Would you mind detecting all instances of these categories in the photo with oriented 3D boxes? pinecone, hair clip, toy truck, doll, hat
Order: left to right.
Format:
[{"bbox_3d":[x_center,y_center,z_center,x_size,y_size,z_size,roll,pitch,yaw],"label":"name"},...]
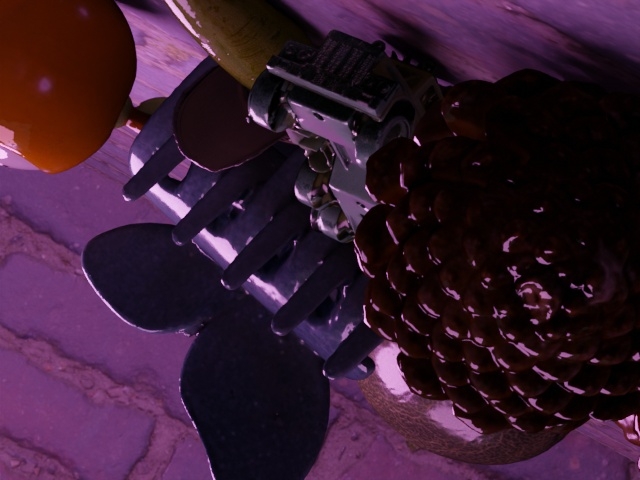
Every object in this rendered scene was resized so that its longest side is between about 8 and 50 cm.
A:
[{"bbox_3d":[-0.239,-0.151,1.860,0.236,0.213,0.213,22,175,-8],"label":"doll"},{"bbox_3d":[-0.045,-0.100,1.671,0.147,0.175,0.085,30,141,31],"label":"hat"},{"bbox_3d":[-0.034,0.001,1.825,0.318,0.392,0.238,43,166,10],"label":"hair clip"},{"bbox_3d":[0.048,-0.080,1.530,0.128,0.135,0.259,24,166,28],"label":"toy truck"},{"bbox_3d":[0.142,0.005,1.330,0.246,0.246,0.292,27,-171,4],"label":"pinecone"}]

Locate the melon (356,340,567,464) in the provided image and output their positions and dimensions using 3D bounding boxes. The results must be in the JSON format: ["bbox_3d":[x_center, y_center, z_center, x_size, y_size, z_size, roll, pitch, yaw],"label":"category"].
[{"bbox_3d":[0.153,0.106,2.067,0.237,0.237,0.301,32,176,-32],"label":"melon"}]

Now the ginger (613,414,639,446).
[{"bbox_3d":[0.319,0.099,1.675,0.321,0.172,0.165,28,136,25],"label":"ginger"}]

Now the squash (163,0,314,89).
[{"bbox_3d":[-0.068,-0.172,1.556,0.066,0.066,0.201,22,169,40],"label":"squash"}]

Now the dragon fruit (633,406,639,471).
[{"bbox_3d":[0.357,0.130,1.407,0.227,0.286,0.329,4,162,-1],"label":"dragon fruit"}]
